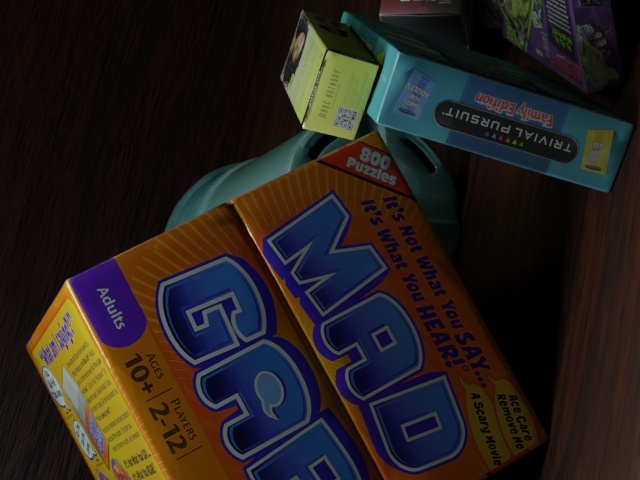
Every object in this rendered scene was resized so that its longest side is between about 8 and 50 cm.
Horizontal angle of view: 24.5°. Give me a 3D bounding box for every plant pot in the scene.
[{"bbox_3d":[0.000,0.000,1.991,0.334,0.341,0.341,-33,42,60],"label":"plant pot"}]

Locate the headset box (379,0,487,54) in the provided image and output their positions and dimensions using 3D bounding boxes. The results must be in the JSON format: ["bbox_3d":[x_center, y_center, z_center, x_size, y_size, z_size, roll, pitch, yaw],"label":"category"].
[{"bbox_3d":[0.157,-0.319,1.945,0.218,0.110,0.293,69,-155,-57],"label":"headset box"}]

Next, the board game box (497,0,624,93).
[{"bbox_3d":[0.249,-0.299,1.643,0.347,0.056,0.208,-114,15,-70],"label":"board game box"}]

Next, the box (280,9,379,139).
[{"bbox_3d":[0.006,-0.179,1.566,0.232,0.058,0.087,-115,41,-70],"label":"box"}]

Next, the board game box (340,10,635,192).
[{"bbox_3d":[0.158,-0.157,1.595,0.336,0.254,0.079,-117,44,-72],"label":"board game box"}]

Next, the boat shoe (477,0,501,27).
[{"bbox_3d":[0.252,-0.401,1.892,0.088,0.096,0.267,164,113,-70],"label":"boat shoe"}]

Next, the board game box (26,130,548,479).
[{"bbox_3d":[-0.055,0.157,1.554,0.356,0.356,0.356,61,159,4],"label":"board game box"}]
